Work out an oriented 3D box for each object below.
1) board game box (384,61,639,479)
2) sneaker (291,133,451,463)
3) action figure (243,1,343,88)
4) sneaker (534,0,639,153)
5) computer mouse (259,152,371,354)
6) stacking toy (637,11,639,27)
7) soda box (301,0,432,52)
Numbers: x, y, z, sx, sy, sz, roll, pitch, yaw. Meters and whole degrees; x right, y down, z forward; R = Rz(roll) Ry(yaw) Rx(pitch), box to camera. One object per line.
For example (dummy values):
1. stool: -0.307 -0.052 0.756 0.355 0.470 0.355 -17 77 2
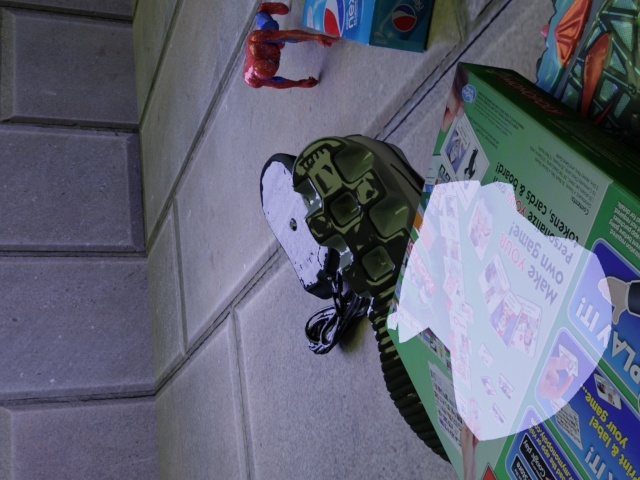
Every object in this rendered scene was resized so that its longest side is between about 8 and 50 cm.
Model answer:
1. board game box: 0.122 0.052 0.411 0.317 0.046 0.214 -113 31 -58
2. sneaker: 0.109 0.044 0.705 0.122 0.146 0.331 -28 85 37
3. action figure: -0.041 -0.278 1.097 0.280 0.138 0.092 -85 4 -62
4. sneaker: 0.194 -0.073 0.490 0.125 0.104 0.262 -138 52 -58
5. computer mouse: 0.000 0.000 1.008 0.272 0.072 0.188 65 146 24
6. stacking toy: 0.226 -0.038 0.388 0.167 0.052 0.221 27 116 35
7. soda box: 0.048 -0.270 0.881 0.210 0.071 0.067 -137 51 -60
